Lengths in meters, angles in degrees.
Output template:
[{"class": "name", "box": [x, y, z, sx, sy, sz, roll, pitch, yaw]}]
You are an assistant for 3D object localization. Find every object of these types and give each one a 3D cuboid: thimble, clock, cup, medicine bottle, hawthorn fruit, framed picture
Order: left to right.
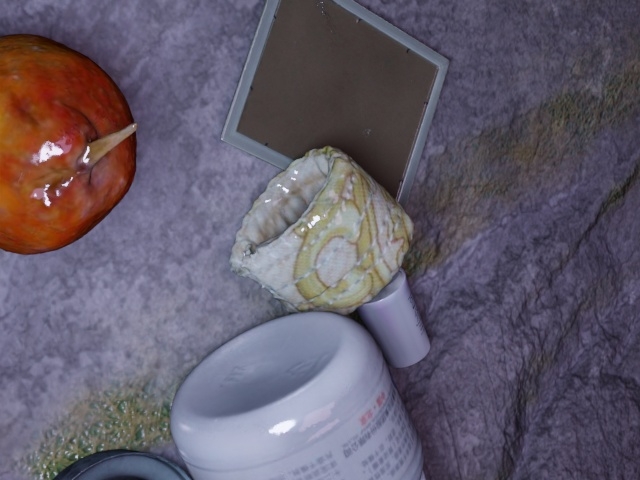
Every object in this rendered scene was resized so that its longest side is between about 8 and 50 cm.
[{"class": "hawthorn fruit", "box": [-0.258, -0.090, 1.172, 0.211, 0.262, 0.210, -2, 93, -34]}, {"class": "clock", "box": [-0.222, 0.332, 1.369, 0.215, 0.042, 0.214, -3, 95, -38]}, {"class": "medicine bottle", "box": [-0.004, 0.260, 1.404, 0.245, 0.245, 0.306, -37, 115, -30]}, {"class": "thimble", "box": [0.000, 0.000, 1.457, 0.190, 0.137, 0.143, -47, 122, -1]}, {"class": "framed picture", "box": [0.023, -0.173, 1.535, 0.296, 0.019, 0.232, 25, 79, -37]}, {"class": "cup", "box": [0.093, 0.087, 1.584, 0.116, 0.074, 0.104, 63, 30, -27]}]
